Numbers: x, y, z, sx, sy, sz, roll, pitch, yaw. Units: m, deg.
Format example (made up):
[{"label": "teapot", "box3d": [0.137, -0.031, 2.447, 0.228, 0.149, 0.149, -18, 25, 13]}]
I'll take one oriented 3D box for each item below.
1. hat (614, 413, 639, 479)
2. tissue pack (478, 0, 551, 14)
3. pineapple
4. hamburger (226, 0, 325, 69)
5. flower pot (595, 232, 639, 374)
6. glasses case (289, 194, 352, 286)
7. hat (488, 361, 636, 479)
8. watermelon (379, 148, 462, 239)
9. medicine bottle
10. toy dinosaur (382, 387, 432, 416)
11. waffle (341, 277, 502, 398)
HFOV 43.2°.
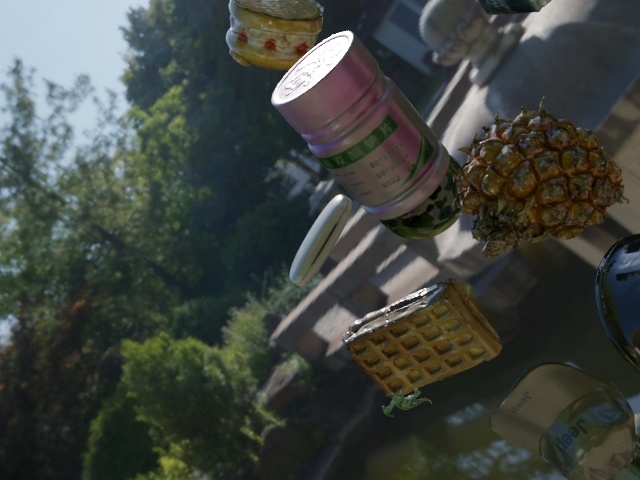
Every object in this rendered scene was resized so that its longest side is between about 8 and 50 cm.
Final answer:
[{"label": "hat", "box3d": [0.735, 0.476, 1.846, 0.130, 0.257, 0.257, -36, -2, -17]}, {"label": "tissue pack", "box3d": [0.267, -0.484, 1.288, 0.081, 0.257, 0.185, -38, 20, -2]}, {"label": "pineapple", "box3d": [0.380, -0.122, 1.554, 0.286, 0.344, 0.209, -44, -48, -34]}, {"label": "hamburger", "box3d": [-0.136, -0.572, 2.207, 0.302, 0.261, 0.186, 57, 142, 46]}, {"label": "flower pot", "box3d": [0.580, 0.084, 1.240, 0.269, 0.269, 0.166, -58, 5, -34]}, {"label": "glasses case", "box3d": [0.000, 0.000, 1.860, 0.233, 0.059, 0.092, -59, 17, 5]}, {"label": "hat", "box3d": [0.450, 0.354, 1.486, 0.214, 0.245, 0.149, -61, 33, 20]}, {"label": "watermelon", "box3d": [0.243, -0.120, 1.989, 0.242, 0.242, 0.242, -55, 4, 6]}, {"label": "medicine bottle", "box3d": [0.083, -0.218, 1.579, 0.212, 0.325, 0.212, -33, 27, 20]}, {"label": "toy dinosaur", "box3d": [0.134, 0.259, 1.264, 0.062, 0.083, 0.021, -48, 30, 3]}, {"label": "waffle", "box3d": [0.234, 0.232, 1.882, 0.328, 0.224, 0.098, -30, 23, 33]}]
